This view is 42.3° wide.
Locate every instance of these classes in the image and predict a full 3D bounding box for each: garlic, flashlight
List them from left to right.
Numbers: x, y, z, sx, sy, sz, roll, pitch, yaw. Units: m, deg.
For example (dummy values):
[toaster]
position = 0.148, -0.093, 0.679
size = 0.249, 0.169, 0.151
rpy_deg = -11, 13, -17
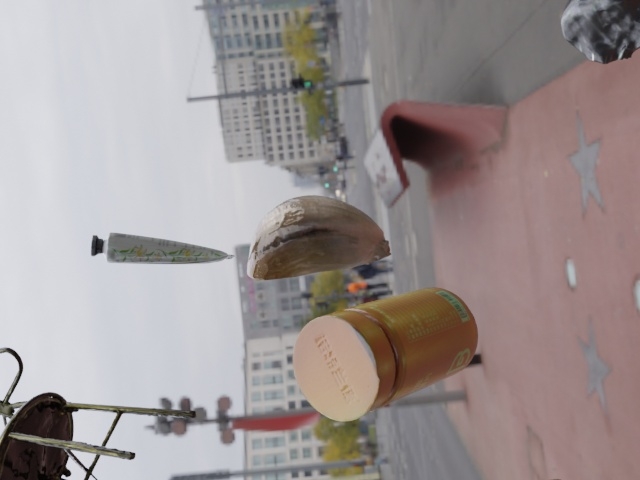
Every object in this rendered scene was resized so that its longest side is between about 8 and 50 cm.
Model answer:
[garlic]
position = -0.009, -0.010, 1.100
size = 0.087, 0.196, 0.101
rpy_deg = -102, 2, -59
[flashlight]
position = 0.390, -0.383, 1.013
size = 0.103, 0.103, 0.424
rpy_deg = 82, -151, -52

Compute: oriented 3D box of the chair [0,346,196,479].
[chair]
position = -0.313, 0.239, 0.926
size = 0.170, 0.326, 0.159
rpy_deg = -21, -60, -69

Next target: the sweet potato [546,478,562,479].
[sweet potato]
position = 0.038, 0.227, 0.422
size = 0.124, 0.098, 0.310
rpy_deg = 53, 134, 6

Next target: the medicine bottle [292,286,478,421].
[medicine bottle]
position = 0.068, 0.102, 0.790
size = 0.192, 0.096, 0.096
rpy_deg = -8, -87, -54

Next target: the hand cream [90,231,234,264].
[hand cream]
position = -0.218, 0.017, 1.148
size = 0.067, 0.195, 0.042
rpy_deg = 137, 138, -75
